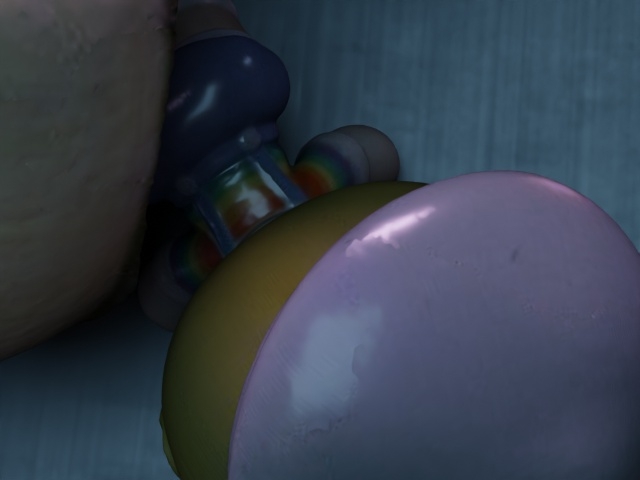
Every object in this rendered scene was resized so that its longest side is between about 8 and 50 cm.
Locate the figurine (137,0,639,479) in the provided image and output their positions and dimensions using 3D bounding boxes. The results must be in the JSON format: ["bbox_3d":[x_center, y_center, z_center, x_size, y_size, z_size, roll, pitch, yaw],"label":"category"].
[{"bbox_3d":[-0.027,0.017,0.585,0.382,0.205,0.224,39,79,26],"label":"figurine"}]

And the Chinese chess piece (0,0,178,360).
[{"bbox_3d":[-0.177,-0.110,0.575,0.140,0.338,0.338,-4,71,-26],"label":"Chinese chess piece"}]
